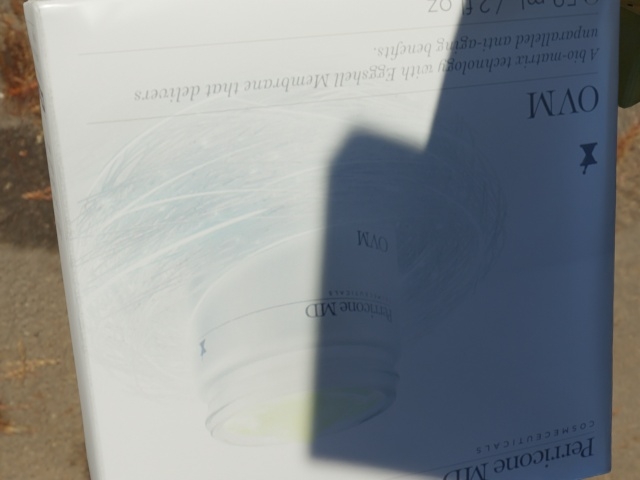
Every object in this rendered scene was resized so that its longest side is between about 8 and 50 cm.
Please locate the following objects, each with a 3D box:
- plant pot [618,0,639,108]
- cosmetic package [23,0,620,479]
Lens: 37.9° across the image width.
[{"bbox_3d":[0.284,-0.187,0.872,0.081,0.081,0.083,-27,140,-35],"label":"plant pot"},{"bbox_3d":[0.000,0.000,0.414,0.223,0.138,0.225,-9,107,-16],"label":"cosmetic package"}]
